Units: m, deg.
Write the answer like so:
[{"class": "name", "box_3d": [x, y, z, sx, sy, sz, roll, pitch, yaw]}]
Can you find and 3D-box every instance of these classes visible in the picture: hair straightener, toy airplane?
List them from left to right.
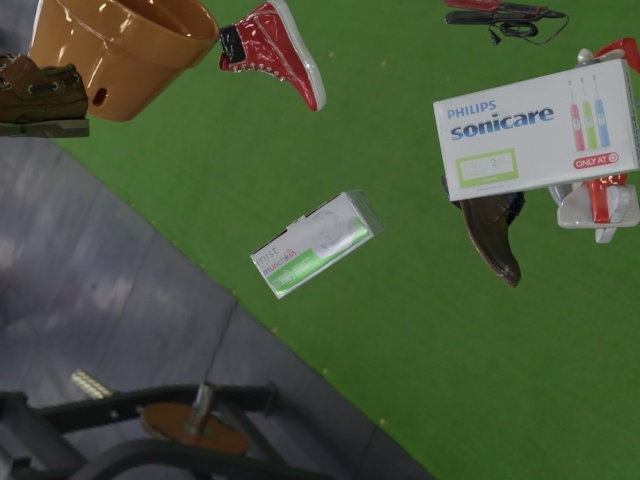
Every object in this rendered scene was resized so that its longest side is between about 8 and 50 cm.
[{"class": "hair straightener", "box_3d": [0.345, -0.410, 1.592, 0.089, 0.230, 0.047, 82, -160, -47]}, {"class": "toy airplane", "box_3d": [0.513, -0.191, 1.644, 0.384, 0.272, 0.386, -47, -27, -63]}]

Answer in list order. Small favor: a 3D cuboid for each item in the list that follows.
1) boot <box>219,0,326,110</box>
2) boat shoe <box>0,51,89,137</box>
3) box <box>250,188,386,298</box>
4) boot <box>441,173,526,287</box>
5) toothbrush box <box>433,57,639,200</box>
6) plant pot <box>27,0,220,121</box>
[{"class": "boot", "box_3d": [-0.104, -0.344, 1.728, 0.176, 0.244, 0.088, -33, 21, -10]}, {"class": "boat shoe", "box_3d": [-0.395, -0.177, 1.040, 0.111, 0.307, 0.104, 2, 98, 14]}, {"class": "box", "box_3d": [0.000, 0.000, 1.947, 0.262, 0.127, 0.231, -34, -2, 11]}, {"class": "boot", "box_3d": [0.277, -0.041, 1.309, 0.106, 0.082, 0.219, -35, 65, 21]}, {"class": "toothbrush box", "box_3d": [0.285, -0.127, 1.029, 0.206, 0.283, 0.122, -9, 90, 26]}, {"class": "plant pot", "box_3d": [-0.336, -0.330, 1.376, 0.203, 0.291, 0.291, -53, 37, 23]}]
